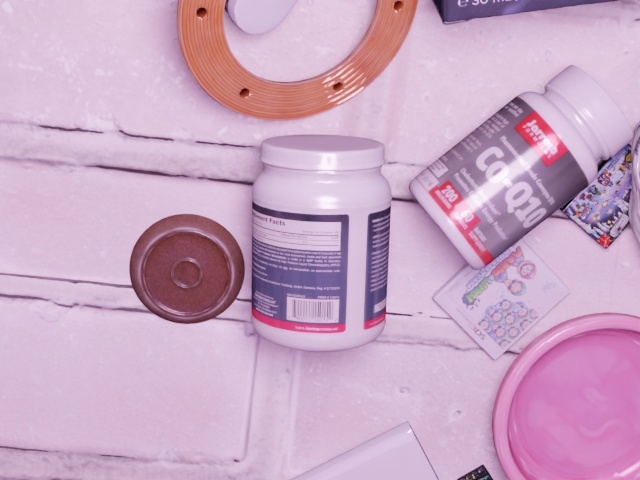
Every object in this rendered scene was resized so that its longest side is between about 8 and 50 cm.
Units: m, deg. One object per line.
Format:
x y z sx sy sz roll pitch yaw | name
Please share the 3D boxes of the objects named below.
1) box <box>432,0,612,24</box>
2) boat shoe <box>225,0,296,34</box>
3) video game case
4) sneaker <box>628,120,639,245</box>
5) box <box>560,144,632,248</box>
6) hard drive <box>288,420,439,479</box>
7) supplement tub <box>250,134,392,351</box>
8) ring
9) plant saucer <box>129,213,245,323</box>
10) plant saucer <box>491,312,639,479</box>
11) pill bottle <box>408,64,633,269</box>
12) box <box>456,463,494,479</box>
0.267 -0.496 1.219 0.294 0.212 0.395 -8 127 -2 | box
-0.026 -0.412 1.336 0.108 0.102 0.301 24 112 -44 | boat shoe
0.272 0.080 1.526 0.157 0.019 0.143 -44 103 6 | video game case
0.475 -0.055 1.428 0.090 0.095 0.235 -8 108 20 | sneaker
0.432 -0.068 1.498 0.094 0.027 0.137 38 98 -13 | box
0.045 0.437 1.586 0.307 0.040 0.203 -27 105 2 | hard drive
0.000 0.000 1.396 0.191 0.191 0.272 1 104 -5 | supplement tub
-0.027 -0.307 1.326 0.337 0.032 0.336 -15 133 -17 | ring
-0.194 0.046 1.476 0.168 0.029 0.168 -1 105 -5 | plant saucer
0.420 0.262 1.551 0.332 0.084 0.332 -1 104 -5 | plant saucer
0.278 -0.103 1.408 0.283 0.161 0.161 -39 104 5 | pill bottle
0.254 0.398 1.570 0.052 0.083 0.062 -31 104 2 | box
